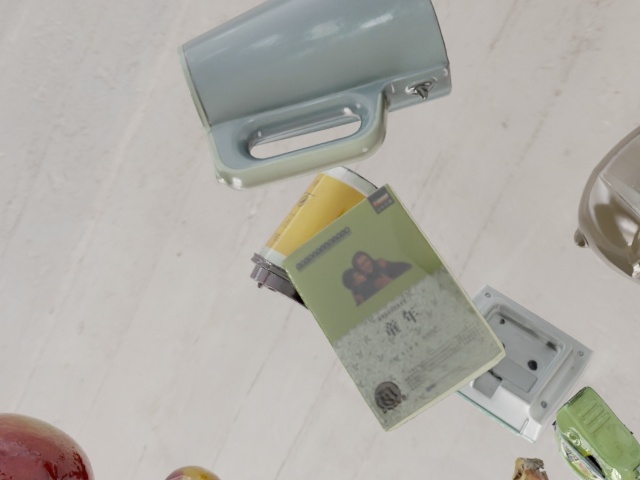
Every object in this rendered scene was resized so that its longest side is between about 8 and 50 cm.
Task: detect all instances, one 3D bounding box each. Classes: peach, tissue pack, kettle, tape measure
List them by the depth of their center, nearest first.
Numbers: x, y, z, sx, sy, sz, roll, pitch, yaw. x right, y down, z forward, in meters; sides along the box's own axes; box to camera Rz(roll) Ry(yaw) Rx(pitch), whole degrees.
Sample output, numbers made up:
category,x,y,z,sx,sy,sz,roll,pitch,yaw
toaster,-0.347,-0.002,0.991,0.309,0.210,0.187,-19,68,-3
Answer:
category,x,y,z,sx,sy,sz,roll,pitch,yaw
kettle,-0.002,-0.153,0.935,0.243,0.160,0.211,-21,60,1
peach,-0.334,0.276,1.046,0.197,0.197,0.197,1,100,6
tape measure,0.454,0.336,1.586,0.087,0.154,0.177,-32,75,-22
peach,-0.230,0.466,1.725,0.138,0.138,0.138,1,100,6
tissue pack,0.663,-0.023,1.765,0.387,0.267,0.277,19,115,-34

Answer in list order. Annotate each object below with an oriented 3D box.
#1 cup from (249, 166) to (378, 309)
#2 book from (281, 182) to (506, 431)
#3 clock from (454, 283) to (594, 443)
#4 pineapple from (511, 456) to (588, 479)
category,x,y,z,sx,sy,sz,roll,pitch,yaw
cup,0.000,0.000,1.861,0.196,0.196,0.280,32,84,0
book,0.113,0.110,1.608,0.239,0.035,0.352,-36,72,10
clock,0.364,0.220,1.853,0.262,0.116,0.231,34,58,19
pineapple,0.165,0.234,0.742,0.116,0.069,0.137,-24,94,4
